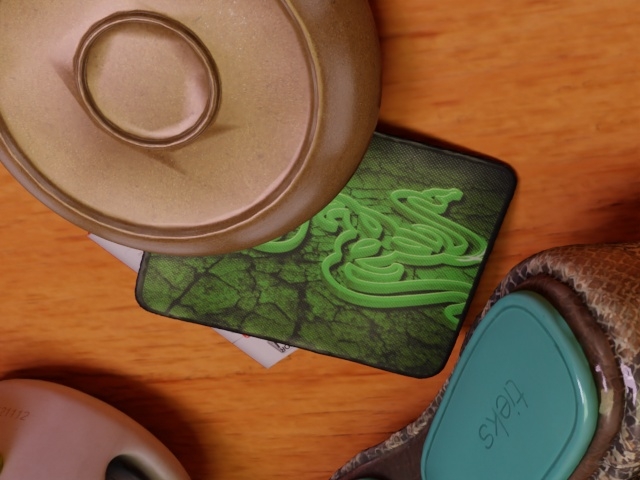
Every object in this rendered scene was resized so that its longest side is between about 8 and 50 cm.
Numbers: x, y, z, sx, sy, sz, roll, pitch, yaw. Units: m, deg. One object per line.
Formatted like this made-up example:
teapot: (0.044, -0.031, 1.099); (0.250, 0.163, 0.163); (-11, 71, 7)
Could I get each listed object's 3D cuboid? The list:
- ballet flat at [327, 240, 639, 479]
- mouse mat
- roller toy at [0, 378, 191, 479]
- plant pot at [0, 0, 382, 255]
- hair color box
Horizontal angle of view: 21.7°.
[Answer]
ballet flat: (0.109, 0.161, 1.006); (0.182, 0.164, 0.483); (-11, 150, -34)
mouse mat: (0.000, 0.000, 0.940); (0.189, 0.007, 0.153); (13, 121, -7)
roller toy: (-0.186, 0.195, 1.143); (0.191, 0.146, 0.209); (27, 143, 4)
plant pot: (-0.086, -0.087, 0.867); (0.236, 0.032, 0.236); (6, 121, 10)
hair color box: (-0.058, 0.009, 0.986); (0.141, 0.043, 0.072); (39, 132, -20)
